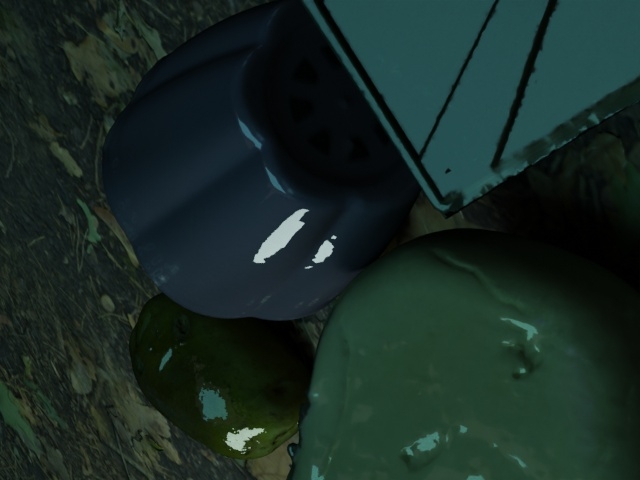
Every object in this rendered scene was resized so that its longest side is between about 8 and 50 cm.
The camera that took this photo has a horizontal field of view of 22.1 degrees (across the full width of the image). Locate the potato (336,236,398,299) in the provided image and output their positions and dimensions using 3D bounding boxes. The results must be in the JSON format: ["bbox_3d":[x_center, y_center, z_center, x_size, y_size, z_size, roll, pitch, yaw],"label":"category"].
[{"bbox_3d":[0.000,0.000,1.560,0.178,0.109,0.118,26,117,34],"label":"potato"}]

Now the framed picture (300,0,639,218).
[{"bbox_3d":[0.137,-0.162,1.164,0.281,0.019,0.209,-31,92,34],"label":"framed picture"}]

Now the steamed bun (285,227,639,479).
[{"bbox_3d":[0.156,0.168,1.325,0.312,0.233,0.334,23,98,31],"label":"steamed bun"}]

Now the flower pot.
[{"bbox_3d":[-0.023,-0.085,1.349,0.265,0.265,0.243,56,153,1],"label":"flower pot"}]

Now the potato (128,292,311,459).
[{"bbox_3d":[-0.120,0.150,1.848,0.228,0.148,0.197,45,163,14],"label":"potato"}]
